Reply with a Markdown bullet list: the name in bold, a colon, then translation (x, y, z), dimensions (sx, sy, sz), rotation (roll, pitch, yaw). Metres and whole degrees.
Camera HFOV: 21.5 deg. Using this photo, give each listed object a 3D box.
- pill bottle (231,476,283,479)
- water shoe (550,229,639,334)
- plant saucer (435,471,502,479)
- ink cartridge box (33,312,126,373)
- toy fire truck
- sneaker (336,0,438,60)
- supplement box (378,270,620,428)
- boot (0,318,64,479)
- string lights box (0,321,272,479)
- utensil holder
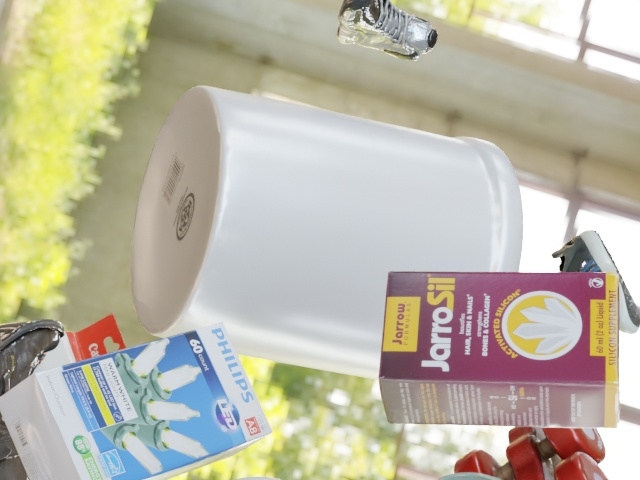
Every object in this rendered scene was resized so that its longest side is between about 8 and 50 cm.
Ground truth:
- **pill bottle**: translation (-0.051, 0.365, 1.805), dimensions (0.323, 0.181, 0.181), rotation (70, 35, -71)
- **water shoe**: translation (0.361, 0.068, 2.212), dimensions (0.080, 0.073, 0.203), rotation (-29, -148, 11)
- **plant saucer**: translation (0.155, 0.298, 1.501), dimensions (0.037, 0.195, 0.195), rotation (-10, 125, -48)
- **ink cartridge box**: translation (-0.360, 0.171, 2.342), dimensions (0.045, 0.179, 0.145), rotation (63, -2, -40)
- **toy fire truck**: translation (0.308, 0.351, 2.032), dimensions (0.169, 0.254, 0.302), rotation (-37, -156, 17)
- **sneaker**: translation (0.095, -0.294, 2.212), dimensions (0.229, 0.132, 0.086), rotation (101, 10, -86)
- **supplement box**: translation (0.145, 0.087, 1.353), dimensions (0.081, 0.188, 0.104), rotation (77, 16, -56)
- **boot**: translation (-0.396, 0.222, 2.114), dimensions (0.263, 0.091, 0.229), rotation (-12, 93, -66)
- **string lights box**: translation (-0.182, 0.178, 1.690), dimensions (0.259, 0.133, 0.077), rotation (-14, 164, -48)
- **utensil holder**: translation (0.000, 0.000, 2.045), dimensions (0.327, 0.385, 0.328), rotation (-38, -133, 56)
